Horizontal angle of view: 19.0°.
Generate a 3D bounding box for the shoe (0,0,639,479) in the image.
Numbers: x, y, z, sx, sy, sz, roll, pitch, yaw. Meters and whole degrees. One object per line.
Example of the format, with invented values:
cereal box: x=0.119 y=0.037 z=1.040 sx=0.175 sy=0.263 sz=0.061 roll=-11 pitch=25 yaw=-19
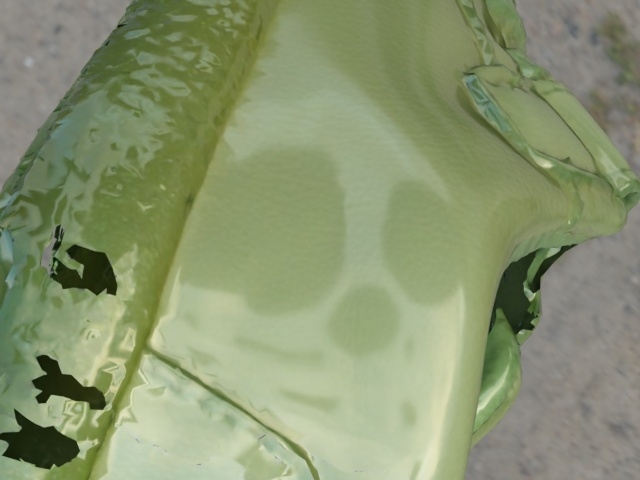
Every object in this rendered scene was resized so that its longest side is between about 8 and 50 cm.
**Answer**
shoe: x=-0.007 y=-0.003 z=0.434 sx=0.128 sy=0.262 sz=0.140 roll=37 pitch=126 yaw=-5
